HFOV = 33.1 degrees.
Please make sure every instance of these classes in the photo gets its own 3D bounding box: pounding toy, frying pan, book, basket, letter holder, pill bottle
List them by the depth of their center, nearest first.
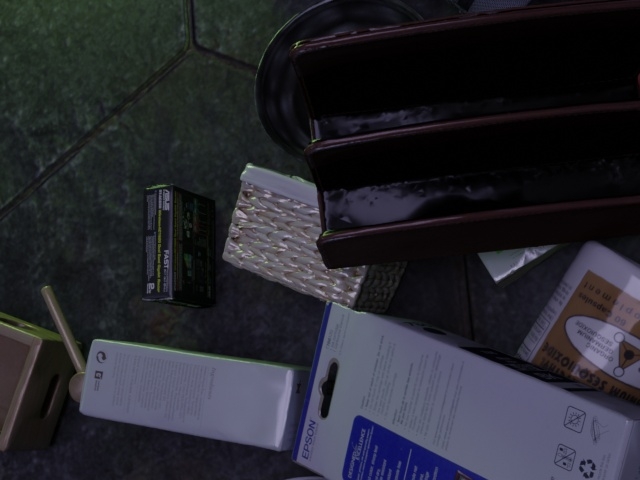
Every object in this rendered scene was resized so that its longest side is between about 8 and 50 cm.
[{"bbox_3d":[0.138,-0.083,0.883,0.302,0.214,0.152,-7,78,4],"label":"letter holder"},{"bbox_3d":[0.230,0.127,0.939,0.131,0.131,0.229,34,99,24],"label":"pill bottle"},{"bbox_3d":[0.177,-0.040,1.049,0.096,0.035,0.144,-34,69,10],"label":"book"},{"bbox_3d":[0.000,0.000,1.072,0.167,0.113,0.103,21,94,24],"label":"basket"},{"bbox_3d":[0.027,-0.223,1.128,0.197,0.053,0.326,-7,69,16],"label":"frying pan"},{"bbox_3d":[-0.310,0.139,1.190,0.206,0.094,0.181,17,87,21],"label":"pounding toy"}]

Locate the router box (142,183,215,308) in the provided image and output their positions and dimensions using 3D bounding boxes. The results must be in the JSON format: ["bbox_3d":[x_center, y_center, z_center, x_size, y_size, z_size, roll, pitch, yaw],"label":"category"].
[{"bbox_3d":[-0.149,0.008,1.143,0.038,0.092,0.122,-5,79,22],"label":"router box"}]

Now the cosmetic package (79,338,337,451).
[{"bbox_3d":[-0.112,0.155,1.091,0.231,0.117,0.085,7,85,25],"label":"cosmetic package"}]

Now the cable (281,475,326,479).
[{"bbox_3d":[0.007,0.353,1.023,0.257,0.089,0.257,-19,74,18],"label":"cable"}]

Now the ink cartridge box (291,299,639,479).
[{"bbox_3d":[0.116,0.169,0.906,0.333,0.065,0.165,20,100,46],"label":"ink cartridge box"}]

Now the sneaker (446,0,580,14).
[{"bbox_3d":[0.145,-0.228,1.028,0.268,0.101,0.153,13,122,33],"label":"sneaker"}]

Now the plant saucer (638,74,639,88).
[{"bbox_3d":[0.343,-0.232,0.909,0.259,0.048,0.258,32,131,45],"label":"plant saucer"}]
